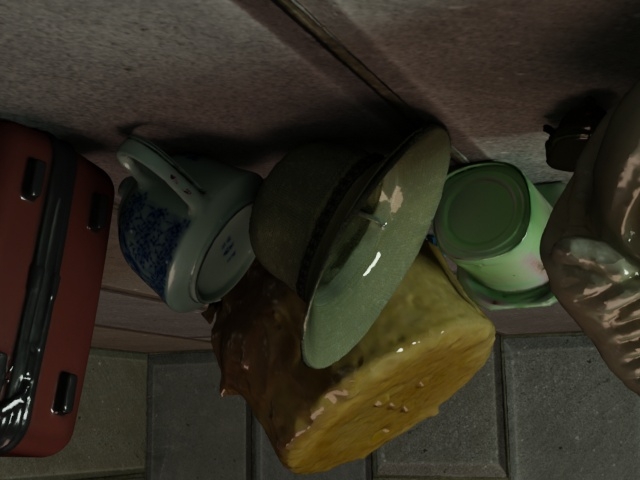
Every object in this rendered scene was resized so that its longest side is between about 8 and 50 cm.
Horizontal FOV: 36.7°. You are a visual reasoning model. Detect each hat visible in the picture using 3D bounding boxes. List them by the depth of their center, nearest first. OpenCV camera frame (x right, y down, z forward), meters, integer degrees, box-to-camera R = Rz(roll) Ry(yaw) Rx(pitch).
[{"bbox_3d":[0.007,-0.019,0.917,0.130,0.257,0.257,31,179,19],"label":"hat"}]

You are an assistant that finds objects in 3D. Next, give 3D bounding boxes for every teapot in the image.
[{"bbox_3d":[-0.143,-0.024,0.960,0.159,0.159,0.232,-1,154,3],"label":"teapot"}]

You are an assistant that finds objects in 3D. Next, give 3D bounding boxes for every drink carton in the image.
[{"bbox_3d":[0.195,-0.009,1.050,0.146,0.144,0.142,-7,162,26],"label":"drink carton"}]

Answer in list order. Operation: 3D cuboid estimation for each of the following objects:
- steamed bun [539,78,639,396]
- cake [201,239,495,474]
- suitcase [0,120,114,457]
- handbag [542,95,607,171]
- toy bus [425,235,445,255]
[{"bbox_3d":[0.334,-0.019,0.708,0.324,0.219,0.310,26,125,-6],"label":"steamed bun"},{"bbox_3d":[0.010,0.085,1.220,0.332,0.321,0.332,-28,155,-14],"label":"cake"},{"bbox_3d":[-0.326,0.052,0.891,0.236,0.297,0.161,-6,158,32],"label":"suitcase"},{"bbox_3d":[0.232,-0.091,0.844,0.072,0.047,0.111,3,170,7],"label":"handbag"},{"bbox_3d":[0.141,0.016,1.423,0.083,0.038,0.046,-8,172,39],"label":"toy bus"}]
